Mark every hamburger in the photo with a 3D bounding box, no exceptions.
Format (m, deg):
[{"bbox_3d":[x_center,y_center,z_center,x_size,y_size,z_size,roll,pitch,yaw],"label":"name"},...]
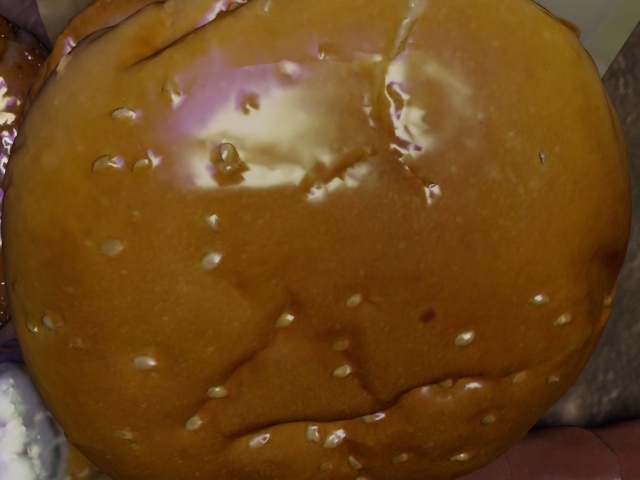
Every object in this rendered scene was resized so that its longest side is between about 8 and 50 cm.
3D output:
[{"bbox_3d":[0.000,0.000,0.485,0.289,0.170,0.314,-9,129,-7],"label":"hamburger"}]

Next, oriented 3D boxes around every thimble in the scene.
[{"bbox_3d":[-0.189,0.123,0.568,0.151,0.127,0.118,-14,93,6],"label":"thimble"}]

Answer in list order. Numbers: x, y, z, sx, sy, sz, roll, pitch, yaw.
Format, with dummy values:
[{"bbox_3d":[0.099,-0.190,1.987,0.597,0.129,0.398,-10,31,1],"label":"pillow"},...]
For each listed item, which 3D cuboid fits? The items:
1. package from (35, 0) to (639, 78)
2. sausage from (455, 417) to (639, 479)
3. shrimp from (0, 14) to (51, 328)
[{"bbox_3d":[0.008,-0.176,0.557,0.311,0.221,0.165,-2,70,-3],"label":"package"},{"bbox_3d":[0.137,0.150,0.605,0.432,0.088,0.088,-4,91,-1],"label":"sausage"},{"bbox_3d":[-0.285,-0.034,0.582,0.290,0.054,0.223,4,97,-18],"label":"shrimp"}]
